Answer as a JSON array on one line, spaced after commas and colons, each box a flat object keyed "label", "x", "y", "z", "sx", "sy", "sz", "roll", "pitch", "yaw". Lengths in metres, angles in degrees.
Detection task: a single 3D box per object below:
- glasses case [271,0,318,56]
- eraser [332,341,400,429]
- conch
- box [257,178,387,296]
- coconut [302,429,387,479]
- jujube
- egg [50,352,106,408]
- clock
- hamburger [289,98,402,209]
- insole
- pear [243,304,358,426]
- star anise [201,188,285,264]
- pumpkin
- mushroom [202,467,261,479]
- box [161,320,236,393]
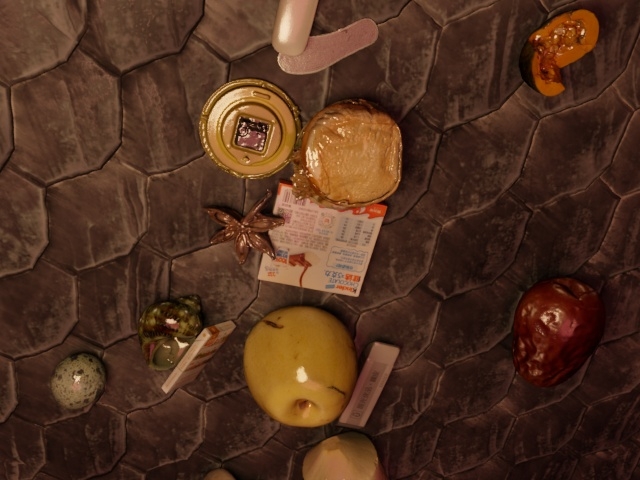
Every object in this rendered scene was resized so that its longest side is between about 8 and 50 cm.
[{"label": "glasses case", "x": -0.046, "y": -0.485, "z": 1.052, "sx": 0.081, "sy": 0.051, "sz": 0.204, "roll": 14, "pitch": 113, "yaw": -11}, {"label": "eraser", "x": 0.128, "y": 0.430, "z": 1.489, "sx": 0.089, "sy": 0.061, "sz": 0.351, "roll": 15, "pitch": 112, "yaw": -12}, {"label": "conch", "x": -0.380, "y": 0.226, "z": 1.314, "sx": 0.182, "sy": 0.124, "sz": 0.187, "roll": -26, "pitch": 139, "yaw": -4}, {"label": "box", "x": 0.000, "y": 0.000, "z": 1.283, "sx": 0.273, "sy": 0.048, "sz": 0.264, "roll": 12, "pitch": 112, "yaw": -12}, {"label": "coconut", "x": 0.070, "y": 0.685, "z": 1.509, "sx": 0.259, "sy": 0.259, "sz": 0.259, "roll": -2, "pitch": 115, "yaw": -5}, {"label": "jujube", "x": 0.633, "y": 0.250, "z": 1.388, "sx": 0.223, "sy": 0.223, "sz": 0.318, "roll": 1, "pitch": 122, "yaw": -6}, {"label": "egg", "x": -0.638, "y": 0.374, "z": 1.346, "sx": 0.132, "sy": 0.132, "sz": 0.172, "roll": 21, "pitch": 122, "yaw": -15}, {"label": "clock", "x": -0.157, "y": -0.244, "z": 1.151, "sx": 0.237, "sy": 0.057, "sz": 0.237, "roll": -3, "pitch": 114, "yaw": -6}, {"label": "hamburger", "x": 0.057, "y": -0.181, "z": 1.145, "sx": 0.243, "sy": 0.146, "sz": 0.286, "roll": 43, "pitch": 92, "yaw": -15}, {"label": "insole", "x": 0.018, "y": -0.420, "z": 1.115, "sx": 0.232, "sy": 0.003, "sz": 0.080, "roll": -19, "pitch": 115, "yaw": 3}, {"label": "pear", "x": -0.048, "y": 0.321, "z": 1.298, "sx": 0.309, "sy": 0.309, "sz": 0.309, "roll": -2, "pitch": 115, "yaw": -5}, {"label": "star anise", "x": -0.177, "y": -0.026, "z": 1.225, "sx": 0.208, "sy": 0.063, "sz": 0.171, "roll": -13, "pitch": 108, "yaw": 17}, {"label": "pumpkin", "x": 0.503, "y": -0.411, "z": 1.113, "sx": 0.119, "sy": 0.107, "sz": 0.183, "roll": 33, "pitch": 100, "yaw": -26}, {"label": "mushroom", "x": -0.269, "y": 0.800, "z": 1.546, "sx": 0.209, "sy": 0.206, "sz": 0.206, "roll": 6, "pitch": 114, "yaw": -8}, {"label": "box", "x": -0.323, "y": 0.308, "z": 1.359, "sx": 0.032, "sy": 0.122, "sz": 0.220, "roll": 44, "pitch": 108, "yaw": 17}]
